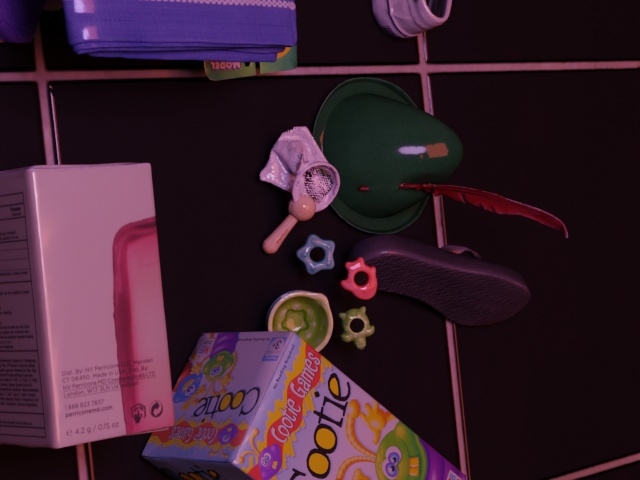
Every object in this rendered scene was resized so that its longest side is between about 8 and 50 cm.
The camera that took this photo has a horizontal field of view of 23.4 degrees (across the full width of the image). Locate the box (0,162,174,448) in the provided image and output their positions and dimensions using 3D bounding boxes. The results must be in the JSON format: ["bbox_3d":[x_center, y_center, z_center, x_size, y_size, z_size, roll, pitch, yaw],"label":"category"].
[{"bbox_3d":[-0.224,0.054,1.328,0.127,0.148,0.232,-5,91,-42],"label":"box"}]

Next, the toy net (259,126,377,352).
[{"bbox_3d":[0.000,0.000,1.569,0.122,0.045,0.232,-3,94,-11],"label":"toy net"}]

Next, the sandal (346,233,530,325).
[{"bbox_3d":[0.137,0.032,1.694,0.254,0.097,0.054,22,46,-39],"label":"sandal"}]

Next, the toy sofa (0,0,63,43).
[{"bbox_3d":[-0.301,-0.338,1.288,0.362,0.150,0.177,44,59,-31],"label":"toy sofa"}]

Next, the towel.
[{"bbox_3d":[-0.136,-0.318,1.319,0.243,0.040,0.336,-6,87,-42],"label":"towel"}]

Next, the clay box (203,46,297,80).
[{"bbox_3d":[-0.097,-0.270,1.528,0.127,0.053,0.222,-13,97,-41],"label":"clay box"}]

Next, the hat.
[{"bbox_3d":[0.125,-0.095,1.624,0.208,0.183,0.173,10,80,-41],"label":"hat"}]

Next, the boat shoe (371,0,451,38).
[{"bbox_3d":[0.116,-0.357,1.699,0.096,0.088,0.267,19,75,-39],"label":"boat shoe"}]

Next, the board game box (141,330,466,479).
[{"bbox_3d":[-0.010,0.219,1.508,0.275,0.144,0.142,42,61,-32],"label":"board game box"}]
